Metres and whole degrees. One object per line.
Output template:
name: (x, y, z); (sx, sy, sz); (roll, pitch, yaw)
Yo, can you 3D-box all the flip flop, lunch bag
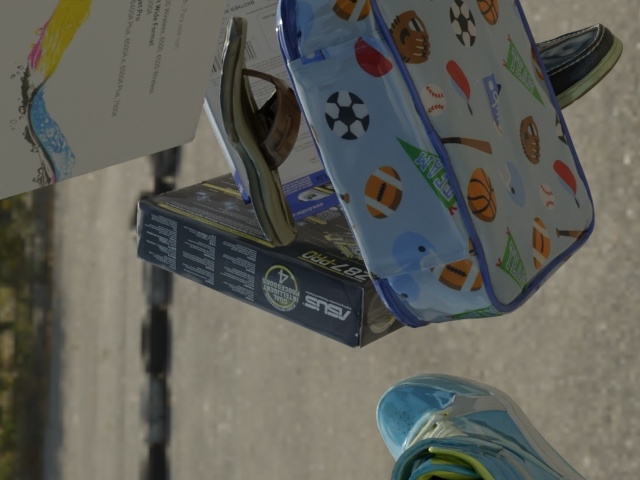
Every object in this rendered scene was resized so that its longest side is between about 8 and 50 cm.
flip flop: (-0.051, -0.115, 1.566); (0.112, 0.080, 0.277); (-89, -14, -56)
lunch bag: (0.100, -0.090, 1.135); (0.243, 0.115, 0.303); (-37, -69, -53)

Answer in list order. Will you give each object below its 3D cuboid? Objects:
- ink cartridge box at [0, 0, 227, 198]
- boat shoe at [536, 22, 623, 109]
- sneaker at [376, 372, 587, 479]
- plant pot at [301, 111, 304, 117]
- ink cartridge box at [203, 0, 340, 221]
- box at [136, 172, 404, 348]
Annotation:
ink cartridge box: (-0.191, -0.136, 0.814); (0.171, 0.233, 0.168); (52, 144, 28)
boat shoe: (0.151, -0.137, 1.290); (0.223, 0.073, 0.080); (-24, 25, 34)
sneaker: (0.112, 0.199, 1.346); (0.319, 0.208, 0.127); (34, 101, 48)
plant pot: (0.069, -0.100, 1.607); (0.236, 0.032, 0.236); (41, 165, 14)
ink cartridge box: (-0.052, -0.177, 1.931); (0.065, 0.186, 0.311); (121, 127, -75)
box: (0.000, 0.000, 1.998); (0.395, 0.318, 0.097); (20, 115, 35)
